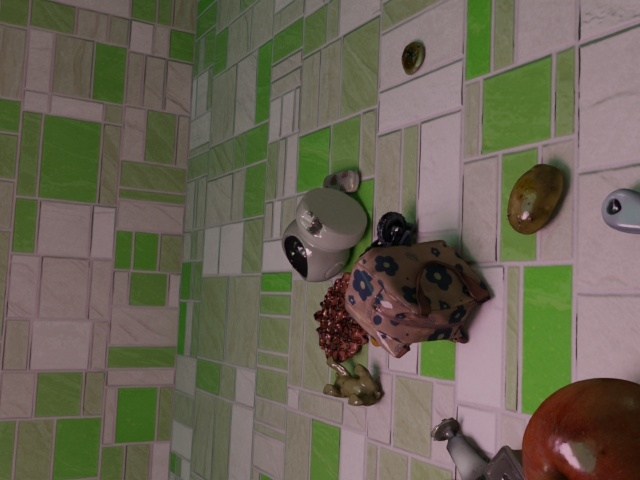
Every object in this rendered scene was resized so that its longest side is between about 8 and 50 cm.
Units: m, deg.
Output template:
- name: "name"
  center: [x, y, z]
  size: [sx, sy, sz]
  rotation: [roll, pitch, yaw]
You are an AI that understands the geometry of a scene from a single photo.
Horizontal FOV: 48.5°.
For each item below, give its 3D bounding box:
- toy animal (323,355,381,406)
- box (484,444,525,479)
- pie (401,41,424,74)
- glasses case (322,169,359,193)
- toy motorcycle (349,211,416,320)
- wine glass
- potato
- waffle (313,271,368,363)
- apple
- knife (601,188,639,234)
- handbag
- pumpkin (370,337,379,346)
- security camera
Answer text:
- name: "toy animal"
  center: [0.076, 0.366, 1.791]
  size: [0.219, 0.101, 0.103]
  rotation: [2, 63, 55]
- name: "box"
  center: [0.365, 0.444, 1.296]
  size: [0.089, 0.062, 0.122]
  rotation: [-65, 34, 31]
- name: "pie"
  center: [0.223, -0.446, 1.732]
  size: [0.084, 0.021, 0.084]
  rotation: [-13, 75, 59]
- name: "glasses case"
  center: [0.055, -0.155, 1.959]
  size: [0.164, 0.041, 0.063]
  rotation: [-6, 80, 60]
- name: "toy motorcycle"
  center: [0.158, 0.073, 1.666]
  size: [0.106, 0.159, 0.270]
  rotation: [18, 85, 50]
- name: "wine glass"
  center: [0.288, 0.435, 1.430]
  size: [0.155, 0.072, 0.072]
  rotation: [55, 131, 50]
- name: "potato"
  center: [0.395, -0.076, 1.320]
  size: [0.091, 0.070, 0.137]
  rotation: [44, 123, 53]
- name: "waffle"
  center: [0.057, 0.214, 1.887]
  size: [0.234, 0.056, 0.221]
  rotation: [-56, 40, 34]
- name: "apple"
  center: [0.434, 0.330, 1.054]
  size: [0.253, 0.254, 0.253]
  rotation: [-16, 72, 59]
- name: "knife"
  center: [0.568, -0.025, 1.049]
  size: [0.331, 0.044, 0.080]
  rotation: [22, 97, 53]
- name: "handbag"
  center: [0.200, 0.123, 1.467]
  size: [0.193, 0.252, 0.190]
  rotation: [47, 133, 41]
- name: "pumpkin"
  center: [0.158, 0.228, 1.730]
  size: [0.083, 0.028, 0.050]
  rotation: [-33, 58, 44]
- name: "security camera"
  center: [0.000, 0.000, 1.894]
  size: [0.236, 0.195, 0.194]
  rotation: [-63, 36, 41]
